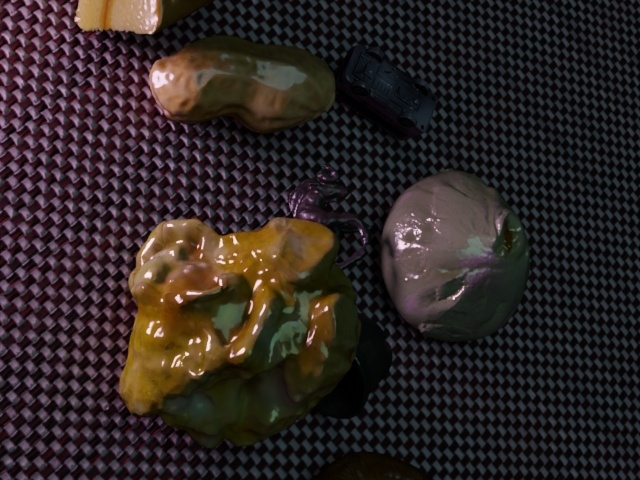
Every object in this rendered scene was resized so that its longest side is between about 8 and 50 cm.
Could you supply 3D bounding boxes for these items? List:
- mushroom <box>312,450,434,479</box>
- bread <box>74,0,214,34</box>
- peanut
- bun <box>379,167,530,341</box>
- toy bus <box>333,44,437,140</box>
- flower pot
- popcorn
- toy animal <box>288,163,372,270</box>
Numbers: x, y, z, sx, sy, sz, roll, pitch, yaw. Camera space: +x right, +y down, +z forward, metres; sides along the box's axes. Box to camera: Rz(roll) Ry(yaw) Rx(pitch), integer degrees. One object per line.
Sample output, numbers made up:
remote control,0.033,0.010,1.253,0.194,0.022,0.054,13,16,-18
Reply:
mushroom,0.117,0.452,1.834,0.267,0.254,0.267,1,89,-54
bread,-0.268,-0.511,1.763,0.245,0.233,0.362,-34,118,-31
peanut,-0.121,-0.243,1.901,0.305,0.147,0.147,6,75,-27
bun,0.248,0.021,2.012,0.293,0.187,0.293,6,78,-28
toy bus,0.101,-0.246,2.050,0.178,0.098,0.087,32,66,-22
flower pot,0.038,0.183,1.880,0.107,0.157,0.157,-32,94,-42
popcorn,-0.111,0.121,1.742,0.334,0.294,0.292,5,37,-5
toy animal,0.000,0.000,1.952,0.148,0.084,0.233,23,73,-4
